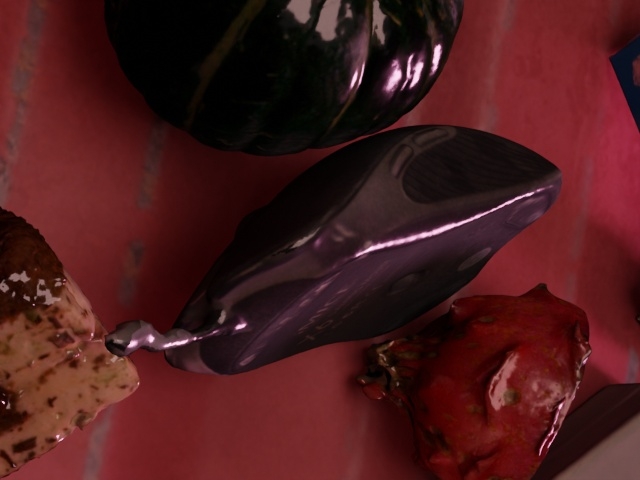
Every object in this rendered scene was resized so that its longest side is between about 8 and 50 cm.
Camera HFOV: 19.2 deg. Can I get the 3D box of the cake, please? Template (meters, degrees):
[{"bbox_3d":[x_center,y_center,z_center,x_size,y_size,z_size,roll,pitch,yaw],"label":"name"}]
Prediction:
[{"bbox_3d":[-0.210,0.093,0.959,0.246,0.135,0.112,-43,112,-27],"label":"cake"}]

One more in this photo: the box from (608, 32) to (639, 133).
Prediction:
[{"bbox_3d":[0.302,-0.064,1.308,0.139,0.073,0.194,-10,74,-35],"label":"box"}]

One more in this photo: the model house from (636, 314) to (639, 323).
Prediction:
[{"bbox_3d":[0.260,0.053,1.321,0.058,0.057,0.083,-32,104,-26],"label":"model house"}]

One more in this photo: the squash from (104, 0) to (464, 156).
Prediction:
[{"bbox_3d":[-0.023,-0.147,1.058,0.218,0.172,0.218,23,54,-36],"label":"squash"}]

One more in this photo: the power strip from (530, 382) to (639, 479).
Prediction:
[{"bbox_3d":[0.217,0.252,1.241,0.229,0.141,0.261,-32,103,-29],"label":"power strip"}]

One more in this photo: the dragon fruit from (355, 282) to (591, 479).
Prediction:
[{"bbox_3d":[0.088,0.082,1.167,0.111,0.153,0.153,24,75,-13],"label":"dragon fruit"}]

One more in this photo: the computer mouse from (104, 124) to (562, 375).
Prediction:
[{"bbox_3d":[0.000,0.000,1.072,0.379,0.167,0.090,-16,66,-52],"label":"computer mouse"}]
